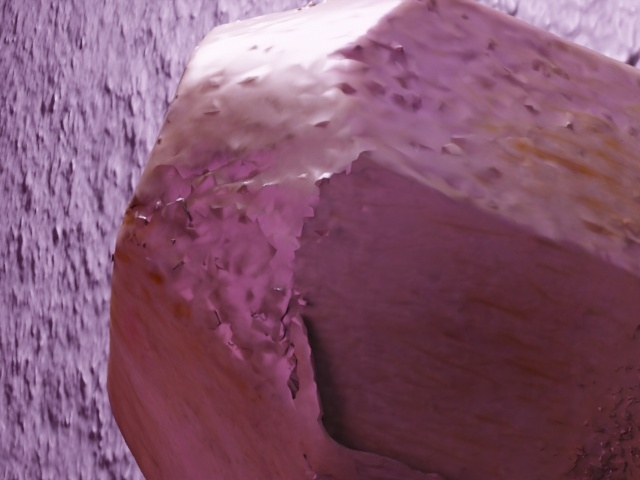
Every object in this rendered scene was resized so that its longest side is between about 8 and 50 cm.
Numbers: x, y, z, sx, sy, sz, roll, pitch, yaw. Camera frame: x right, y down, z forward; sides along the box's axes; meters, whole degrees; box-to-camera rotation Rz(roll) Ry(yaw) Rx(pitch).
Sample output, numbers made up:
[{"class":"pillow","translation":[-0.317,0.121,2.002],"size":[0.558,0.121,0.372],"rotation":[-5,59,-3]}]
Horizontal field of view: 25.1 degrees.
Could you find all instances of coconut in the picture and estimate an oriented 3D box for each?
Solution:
[{"class":"coconut","translation":[0.065,0.053,0.707],"size":[0.353,0.353,0.352],"rotation":[-31,50,46]}]

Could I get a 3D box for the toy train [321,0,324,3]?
[{"class":"toy train","translation":[0.000,0.000,0.993],"size":[0.237,0.150,0.369],"rotation":[13,84,64]}]
